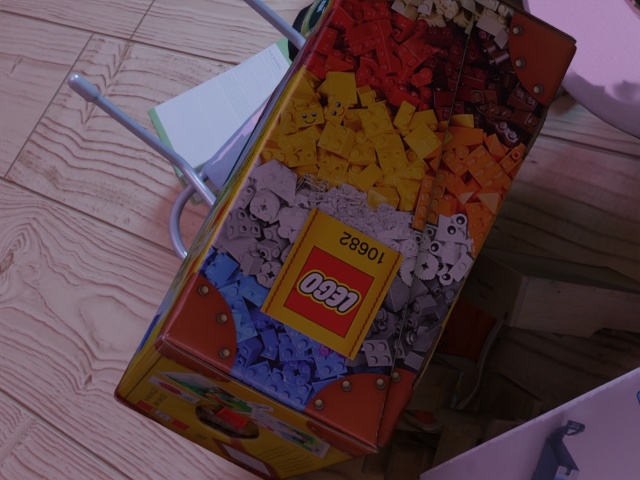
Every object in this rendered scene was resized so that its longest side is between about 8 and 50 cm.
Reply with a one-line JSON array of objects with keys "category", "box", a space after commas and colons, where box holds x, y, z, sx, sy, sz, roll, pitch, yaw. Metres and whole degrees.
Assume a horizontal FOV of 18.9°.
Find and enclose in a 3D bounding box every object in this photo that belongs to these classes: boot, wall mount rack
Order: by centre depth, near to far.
[{"category": "boot", "box": [0.114, 0.094, 1.748, 0.059, 0.085, 0.158, 10, 71, 54]}, {"category": "wall mount rack", "box": [-0.092, -0.136, 2.083, 0.350, 0.130, 0.304, -45, 71, 16]}]

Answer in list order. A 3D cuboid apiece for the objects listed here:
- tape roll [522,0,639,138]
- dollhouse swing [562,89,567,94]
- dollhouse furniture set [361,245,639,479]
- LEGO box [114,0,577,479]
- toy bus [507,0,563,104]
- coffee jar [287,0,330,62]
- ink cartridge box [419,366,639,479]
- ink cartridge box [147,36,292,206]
[{"category": "tape roll", "box": [0.352, -0.262, 1.624, 0.392, 0.072, 0.392, -8, 75, 34]}, {"category": "dollhouse swing", "box": [0.219, -0.377, 1.836, 0.347, 0.305, 0.315, -27, 41, 36]}, {"category": "dollhouse furniture set", "box": [0.178, 0.141, 1.613, 0.212, 0.161, 0.242, 33, 110, 59]}, {"category": "LEGO box", "box": [0.000, 0.000, 1.692, 0.372, 0.193, 0.500, -63, 5, -14]}, {"category": "toy bus", "box": [0.135, -0.238, 1.818, 0.104, 0.191, 0.202, -126, 39, -65]}, {"category": "coffee jar", "box": [0.049, -0.249, 2.147, 0.184, 0.079, 0.096, -25, 30, 38]}, {"category": "ink cartridge box", "box": [0.234, 0.235, 1.370, 0.296, 0.066, 0.261, -31, 66, 33]}, {"category": "ink cartridge box", "box": [-0.076, -0.153, 2.261, 0.235, 0.056, 0.171, -27, 35, -1]}]
